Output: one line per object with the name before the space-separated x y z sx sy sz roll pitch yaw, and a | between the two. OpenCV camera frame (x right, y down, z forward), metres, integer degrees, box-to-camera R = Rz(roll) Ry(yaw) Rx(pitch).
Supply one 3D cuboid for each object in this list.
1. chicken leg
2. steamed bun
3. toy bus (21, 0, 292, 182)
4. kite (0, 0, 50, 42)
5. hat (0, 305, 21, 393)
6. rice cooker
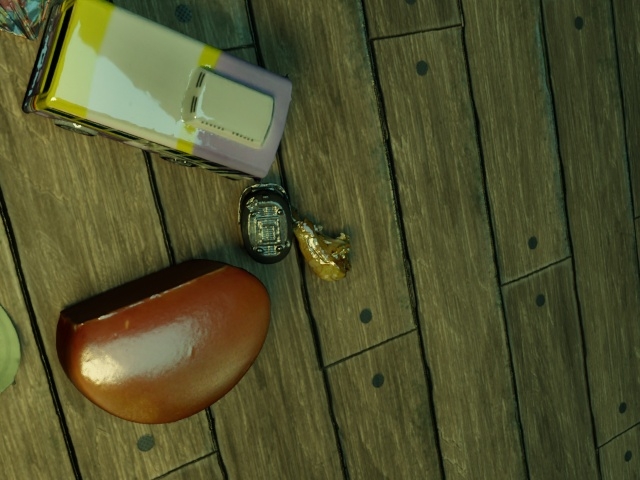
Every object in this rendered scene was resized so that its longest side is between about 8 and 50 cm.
chicken leg | -0.003 0.002 1.636 0.101 0.085 0.207 -33 109 22
steamed bun | -0.280 0.197 1.394 0.379 0.235 0.248 -22 103 -28
toy bus | -0.271 -0.259 1.345 0.440 0.249 0.209 18 86 -31
kite | -0.533 -0.430 1.292 0.241 0.014 0.183 -38 103 -17
hat | -0.636 0.180 1.242 0.110 0.252 0.252 -30 117 20
rice cooker | -0.113 -0.034 1.543 0.112 0.106 0.165 -7 109 -7
